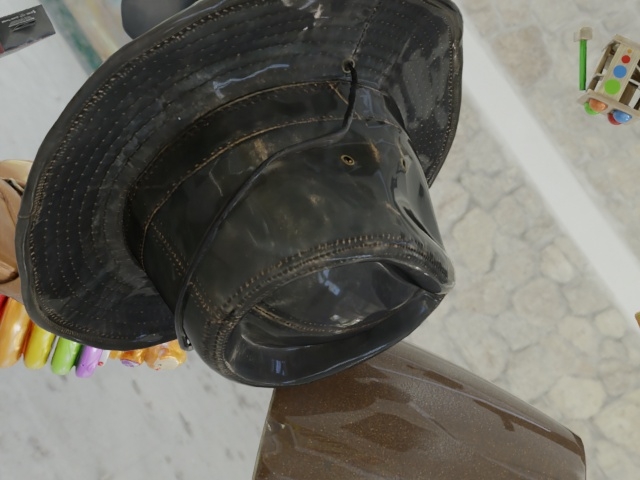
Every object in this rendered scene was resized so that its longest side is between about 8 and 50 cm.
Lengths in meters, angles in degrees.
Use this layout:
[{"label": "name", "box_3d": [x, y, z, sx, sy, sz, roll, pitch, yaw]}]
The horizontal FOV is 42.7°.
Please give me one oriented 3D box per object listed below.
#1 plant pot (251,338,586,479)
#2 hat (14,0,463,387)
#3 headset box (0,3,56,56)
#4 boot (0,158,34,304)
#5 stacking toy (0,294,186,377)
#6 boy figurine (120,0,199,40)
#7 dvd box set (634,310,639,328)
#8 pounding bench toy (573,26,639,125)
[{"label": "plant pot", "box_3d": [0.077, 0.177, 0.640, 0.230, 0.215, 0.215, 12, 0, 5]}, {"label": "hat", "box_3d": [0.000, 0.000, 0.487, 0.134, 0.331, 0.331, 50, 0, 26]}, {"label": "headset box", "box_3d": [-0.299, -0.194, 0.778, 0.062, 0.083, 0.032, -40, 113, -43]}, {"label": "boot", "box_3d": [-0.302, -0.024, 0.767, 0.283, 0.109, 0.220, 47, 5, 31]}, {"label": "stacking toy", "box_3d": [-0.313, 0.109, 1.025, 0.302, 0.175, 0.166, 20, 58, -13]}, {"label": "boy figurine", "box_3d": [-0.029, -0.124, 0.582, 0.285, 0.177, 0.092, 22, 78, -77]}, {"label": "dvd box set", "box_3d": [0.553, 0.153, 0.859, 0.420, 0.062, 0.308, -46, -119, 59]}, {"label": "pounding bench toy", "box_3d": [0.254, -0.146, 0.734, 0.083, 0.065, 0.052, 26, 5, 6]}]
